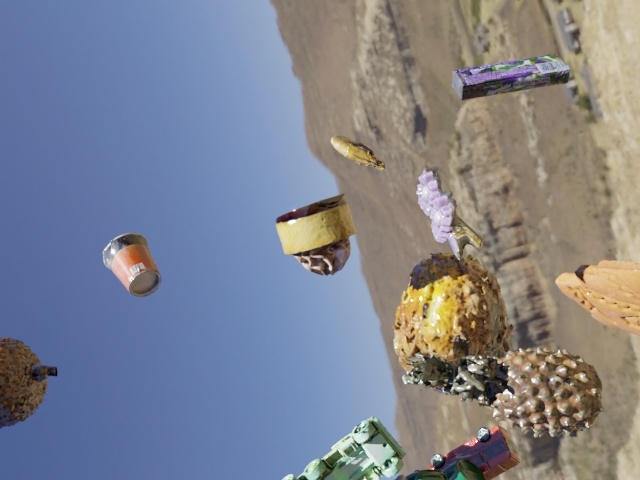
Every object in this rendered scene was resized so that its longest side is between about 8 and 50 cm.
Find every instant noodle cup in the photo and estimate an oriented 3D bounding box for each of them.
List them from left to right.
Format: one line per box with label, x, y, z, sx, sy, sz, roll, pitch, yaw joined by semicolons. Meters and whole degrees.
instant noodle cup;-0.469;0.068;2.002;0.136;0.127;0.127;48;170;38

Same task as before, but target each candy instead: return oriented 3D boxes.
candy;0.513;-0.442;2.136;0.061;0.312;0.088;88;170;-45

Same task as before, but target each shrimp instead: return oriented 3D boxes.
shrimp;0.097;-0.216;1.956;0.162;0.045;0.095;31;-167;15

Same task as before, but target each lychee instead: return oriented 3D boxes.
lychee;-0.643;0.280;1.575;0.200;0.238;0.200;165;90;-89

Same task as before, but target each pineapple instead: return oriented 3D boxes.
pineapple;0.333;0.270;1.461;0.175;0.360;0.175;-173;90;-89

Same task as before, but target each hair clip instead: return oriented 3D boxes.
hair clip;0.271;-0.072;1.746;0.292;0.084;0.106;-112;19;-48

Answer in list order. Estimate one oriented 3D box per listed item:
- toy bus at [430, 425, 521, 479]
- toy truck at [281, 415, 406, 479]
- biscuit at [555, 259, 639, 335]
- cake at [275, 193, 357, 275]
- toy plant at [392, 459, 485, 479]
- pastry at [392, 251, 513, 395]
toy bus;0.340;0.491;1.750;0.081;0.195;0.089;39;-158;-45
toy truck;0.038;0.465;1.619;0.128;0.259;0.135;51;-176;-8
biscuit;0.670;0.127;1.759;0.283;0.043;0.306;30;160;17
cake;0.000;0.000;1.896;0.207;0.185;0.178;140;111;-79
toy plant;0.243;0.567;1.688;0.113;0.232;0.243;-103;19;-54
pastry;0.343;0.244;2.067;0.337;0.292;0.405;-56;-34;-33
